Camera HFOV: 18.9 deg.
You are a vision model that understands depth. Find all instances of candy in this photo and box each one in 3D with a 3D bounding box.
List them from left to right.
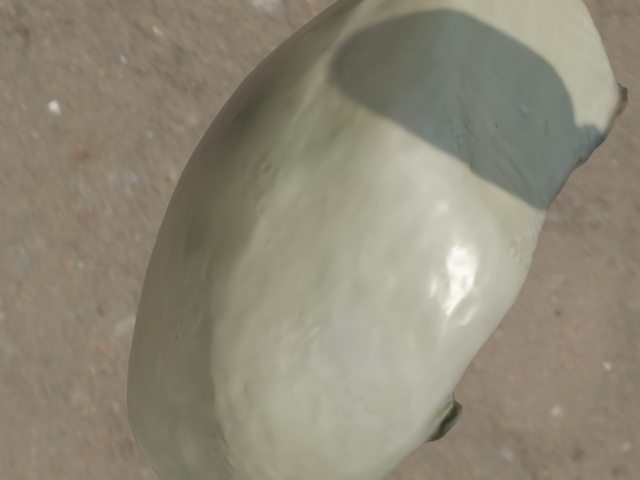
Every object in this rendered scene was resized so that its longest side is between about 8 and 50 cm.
[{"bbox_3d":[0.000,0.000,1.175,0.186,0.427,0.386,32,59,-11],"label":"candy"}]
